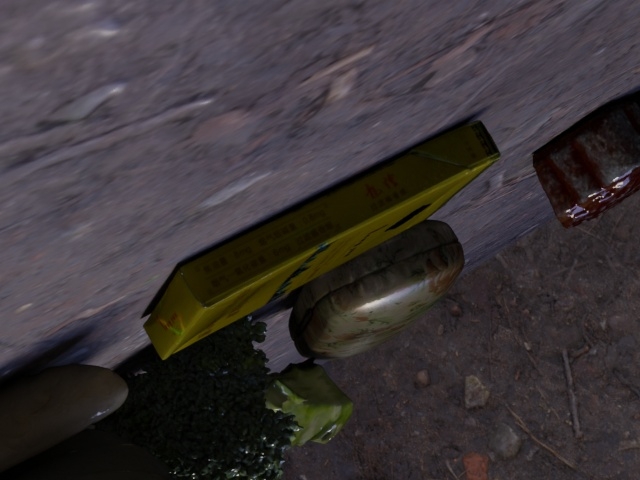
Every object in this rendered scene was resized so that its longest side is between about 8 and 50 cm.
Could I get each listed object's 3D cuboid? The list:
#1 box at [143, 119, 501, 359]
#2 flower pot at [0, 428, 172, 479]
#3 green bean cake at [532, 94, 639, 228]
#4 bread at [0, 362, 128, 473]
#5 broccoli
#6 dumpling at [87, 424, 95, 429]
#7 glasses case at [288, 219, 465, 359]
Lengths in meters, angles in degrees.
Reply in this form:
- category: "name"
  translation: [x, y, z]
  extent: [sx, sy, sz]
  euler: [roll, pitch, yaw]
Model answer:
- category: "box"
  translation: [-0.001, 0.000, 0.992]
  extent: [0.279, 0.041, 0.153]
  euler: [-28, 171, -25]
- category: "flower pot"
  translation: [-0.191, 0.238, 0.981]
  extent: [0.235, 0.235, 0.141]
  euler: [-34, -147, 22]
- category: "green bean cake"
  translation: [0.340, -0.091, 1.522]
  extent: [0.198, 0.097, 0.232]
  euler: [-36, 172, 35]
- category: "bread"
  translation: [-0.242, 0.142, 0.934]
  extent: [0.214, 0.053, 0.073]
  euler: [-28, -173, 6]
- category: "broccoli"
  translation: [-0.089, 0.214, 1.318]
  extent: [0.252, 0.221, 0.361]
  euler: [-66, 157, -8]
- category: "dumpling"
  translation: [-0.279, 0.255, 1.374]
  extent: [0.151, 0.124, 0.229]
  euler: [5, -179, 23]
- category: "glasses case"
  translation: [0.051, 0.063, 1.391]
  extent: [0.156, 0.098, 0.425]
  euler: [-23, 171, -9]
